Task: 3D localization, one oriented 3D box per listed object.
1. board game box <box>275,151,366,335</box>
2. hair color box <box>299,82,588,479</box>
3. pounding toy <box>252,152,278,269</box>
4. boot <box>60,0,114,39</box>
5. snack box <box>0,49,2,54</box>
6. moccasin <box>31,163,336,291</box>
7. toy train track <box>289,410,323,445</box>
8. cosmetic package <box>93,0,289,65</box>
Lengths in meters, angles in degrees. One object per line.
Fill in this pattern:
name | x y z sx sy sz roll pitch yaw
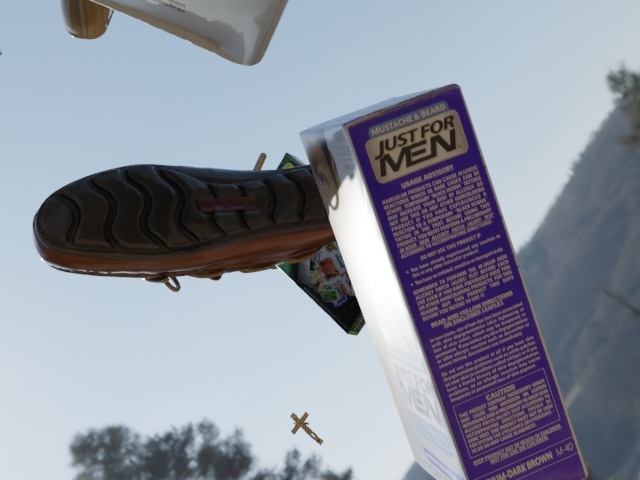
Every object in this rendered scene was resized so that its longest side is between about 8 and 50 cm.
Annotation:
board game box | 0.000 0.000 1.406 0.030 0.259 0.136 16 -69 -49
hair color box | 0.098 0.046 0.893 0.110 0.339 0.185 -20 7 -10
pounding toy | -0.081 -0.048 1.733 0.206 0.094 0.181 -1 -72 -78
boot | -0.298 -0.428 1.289 0.270 0.089 0.236 94 -178 -54
snack box | -0.479 -0.215 1.119 0.187 0.060 0.322 -28 -1 -2
moccasin | -0.144 -0.014 1.201 0.379 0.139 0.147 -12 -27 -34
toy train track | -0.023 0.347 1.911 0.048 0.083 0.014 -51 19 -23
cosmetic package | -0.106 -0.429 0.849 0.327 0.329 0.394 127 164 -66
